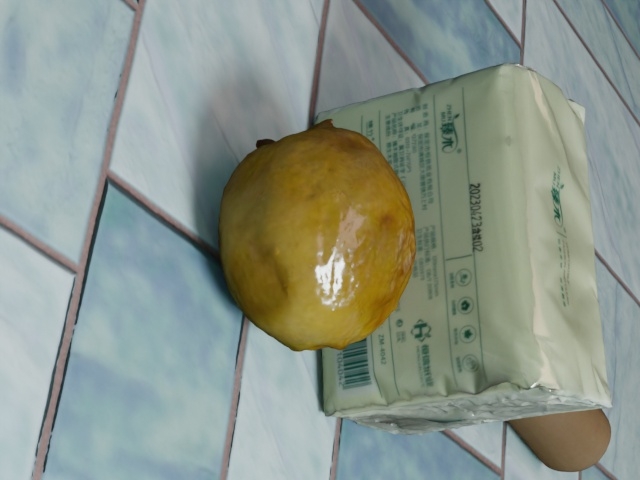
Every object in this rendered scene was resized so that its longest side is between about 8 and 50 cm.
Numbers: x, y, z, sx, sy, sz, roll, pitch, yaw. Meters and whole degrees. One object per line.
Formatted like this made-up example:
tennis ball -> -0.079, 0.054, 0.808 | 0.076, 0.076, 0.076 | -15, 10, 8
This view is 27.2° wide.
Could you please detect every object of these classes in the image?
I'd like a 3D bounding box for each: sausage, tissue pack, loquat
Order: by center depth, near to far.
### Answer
loquat -> 0.000, 0.000, 1.363 | 0.238, 0.193, 0.238 | 26, 55, -44
tissue pack -> 0.157, 0.019, 1.517 | 0.207, 0.297, 0.380 | 21, 64, -53
sausage -> 0.326, 0.235, 1.892 | 0.253, 0.123, 0.123 | 49, 41, -40
